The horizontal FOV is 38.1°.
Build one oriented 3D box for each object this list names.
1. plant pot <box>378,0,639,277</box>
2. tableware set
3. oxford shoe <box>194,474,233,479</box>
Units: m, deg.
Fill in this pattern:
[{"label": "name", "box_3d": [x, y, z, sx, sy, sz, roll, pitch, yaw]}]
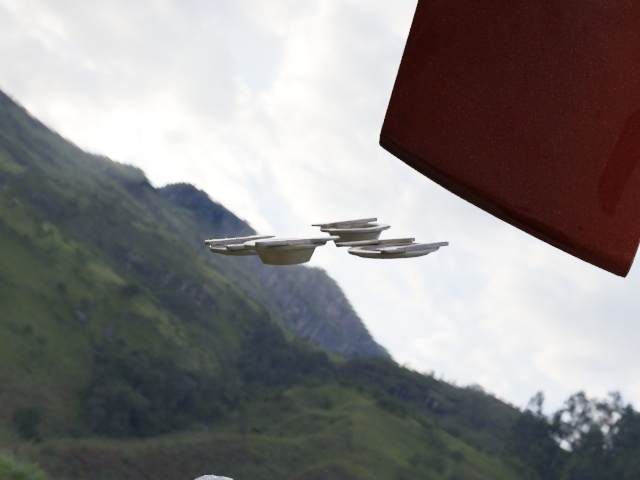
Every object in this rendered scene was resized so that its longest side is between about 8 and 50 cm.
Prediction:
[{"label": "plant pot", "box_3d": [0.198, -0.142, 0.860, 0.235, 0.267, 0.267, 17, 9, 10]}, {"label": "tableware set", "box_3d": [0.000, 0.000, 0.663, 0.141, 0.020, 0.168, -4, 5, -19]}, {"label": "oxford shoe", "box_3d": [-0.072, 0.214, 0.588, 0.130, 0.169, 0.449, 58, 1, 22]}]
